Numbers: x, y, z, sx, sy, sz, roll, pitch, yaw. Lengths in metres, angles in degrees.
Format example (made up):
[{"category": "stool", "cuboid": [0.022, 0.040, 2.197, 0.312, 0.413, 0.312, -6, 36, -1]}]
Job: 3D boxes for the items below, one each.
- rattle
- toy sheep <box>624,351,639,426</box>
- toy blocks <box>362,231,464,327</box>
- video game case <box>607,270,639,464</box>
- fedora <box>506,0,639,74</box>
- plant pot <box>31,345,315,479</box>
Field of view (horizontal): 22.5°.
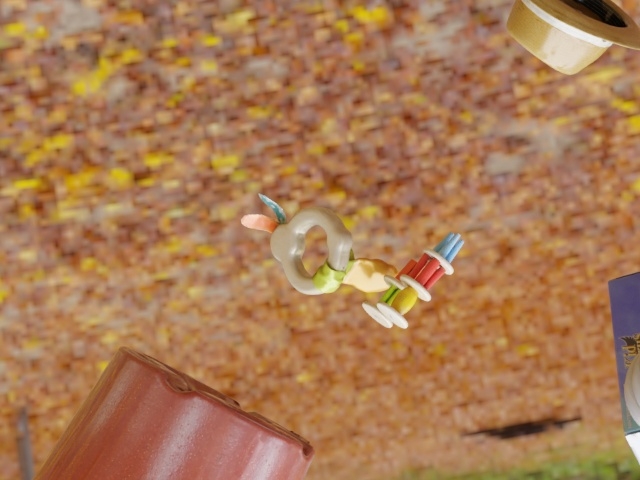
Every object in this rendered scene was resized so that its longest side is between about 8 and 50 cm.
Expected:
[{"category": "rattle", "cuboid": [0.000, 0.000, 2.324, 0.142, 0.130, 0.199, -15, -155, -35]}, {"category": "toy sheep", "cuboid": [0.283, 0.117, 1.264, 0.091, 0.091, 0.132, -8, 155, -10]}, {"category": "toy blocks", "cuboid": [0.133, 0.050, 2.232, 0.148, 0.054, 0.123, -49, -170, -12]}, {"category": "video game case", "cuboid": [0.432, 0.213, 2.001, 0.061, 0.269, 0.244, -18, 127, 19]}, {"category": "fedora", "cuboid": [0.268, -0.240, 1.785, 0.194, 0.194, 0.079, 3, 127, -47]}, {"category": "plant pot", "cuboid": [-0.150, 0.254, 1.428, 0.272, 0.265, 0.272, 28, 176, 2]}]
